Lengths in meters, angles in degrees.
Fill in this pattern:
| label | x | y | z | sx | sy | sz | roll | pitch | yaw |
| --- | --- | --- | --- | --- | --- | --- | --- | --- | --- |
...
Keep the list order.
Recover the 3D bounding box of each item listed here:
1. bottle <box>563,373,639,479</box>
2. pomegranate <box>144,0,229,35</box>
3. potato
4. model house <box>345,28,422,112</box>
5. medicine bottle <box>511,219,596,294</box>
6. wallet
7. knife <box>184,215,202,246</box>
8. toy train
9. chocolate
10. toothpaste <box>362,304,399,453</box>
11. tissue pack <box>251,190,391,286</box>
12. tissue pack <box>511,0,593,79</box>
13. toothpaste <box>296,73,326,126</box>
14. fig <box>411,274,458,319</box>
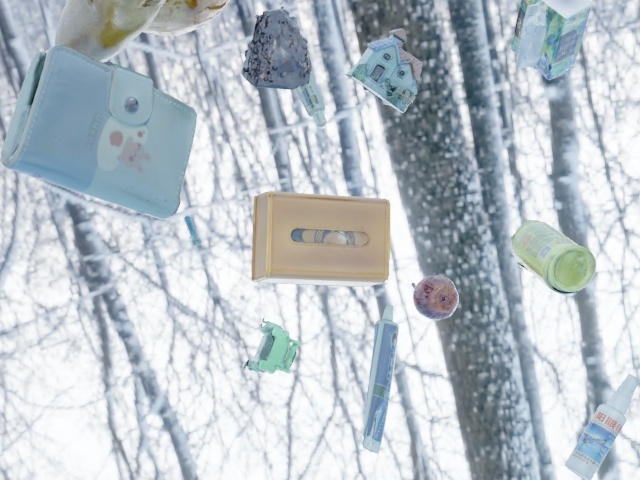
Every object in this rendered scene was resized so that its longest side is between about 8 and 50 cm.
| label | x | y | z | sx | sy | sz | roll | pitch | yaw |
| --- | --- | --- | --- | --- | --- | --- | --- | --- | --- |
| bottle | 0.543 | 0.352 | 1.806 | 0.217 | 0.060 | 0.060 | -56 | -147 | -10 |
| pomegranate | -0.370 | -0.641 | 2.083 | 0.410 | 0.410 | 0.410 | -11 | -160 | 4 |
| potato | -0.390 | -0.453 | 1.791 | 0.369 | 0.195 | 0.176 | -42 | 168 | 36 |
| model house | 0.146 | -0.358 | 1.930 | 0.149 | 0.148 | 0.119 | -58 | -167 | 5 |
| medicine bottle | 0.521 | 0.034 | 2.163 | 0.124 | 0.124 | 0.239 | -15 | -162 | -6 |
| wallet | -0.389 | -0.200 | 1.764 | 0.360 | 0.252 | 0.083 | 19 | 174 | -42 |
| knife | -0.328 | -0.026 | 2.418 | 0.027 | 0.010 | 0.096 | -19 | -120 | -13 |
| toy train | -0.085 | 0.199 | 1.697 | 0.081 | 0.099 | 0.149 | 21 | 170 | -1 |
| chocolate | -0.087 | -0.388 | 1.860 | 0.156 | 0.133 | 0.156 | -1 | -146 | 0 |
| toothpaste | 0.079 | 0.180 | 1.255 | 0.034 | 0.197 | 0.057 | 0 | 159 | 24 |
| tissue pack | 0.000 | 0.000 | 2.037 | 0.274 | 0.194 | 0.145 | 2 | 177 | -16 |
| tissue pack | 0.297 | -0.280 | 1.260 | 0.079 | 0.111 | 0.085 | -29 | -121 | -20 |
| toothpaste | -0.037 | -0.379 | 2.294 | 0.067 | 0.255 | 0.037 | -27 | 154 | 10 |
| fig | 0.294 | 0.150 | 2.554 | 0.150 | 0.128 | 0.128 | 11 | -152 | 24 |
